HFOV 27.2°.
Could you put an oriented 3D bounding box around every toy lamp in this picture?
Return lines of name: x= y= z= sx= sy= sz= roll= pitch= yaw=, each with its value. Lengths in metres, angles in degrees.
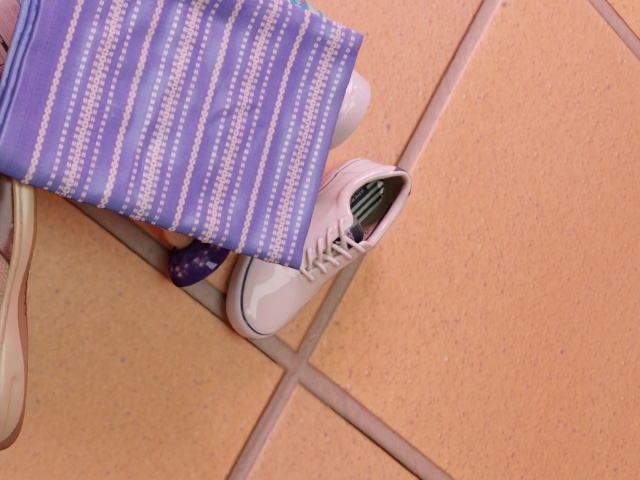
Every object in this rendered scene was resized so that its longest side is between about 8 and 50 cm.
toy lamp: x=-0.193 y=-0.077 z=1.258 sx=0.080 sy=0.080 sz=0.274 roll=-49 pitch=117 yaw=-29

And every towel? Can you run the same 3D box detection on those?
towel: x=-0.120 y=-0.131 z=1.169 sx=0.336 sy=0.040 sz=0.243 roll=19 pitch=83 yaw=-34

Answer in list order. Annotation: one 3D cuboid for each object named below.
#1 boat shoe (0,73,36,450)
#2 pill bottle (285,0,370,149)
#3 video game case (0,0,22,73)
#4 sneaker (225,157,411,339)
boat shoe: x=-0.324 y=0.014 z=1.128 sx=0.123 sy=0.123 sz=0.341 roll=0 pitch=93 yaw=-38
pill bottle: x=-0.073 y=-0.192 z=1.310 sx=0.264 sy=0.146 sz=0.146 roll=33 pitch=69 yaw=-32
video game case: x=-0.218 y=-0.162 z=1.179 sx=0.143 sy=0.019 sz=0.157 roll=-32 pitch=99 yaw=-8
sneaker: x=0.000 y=0.000 z=1.387 sx=0.094 sy=0.091 sz=0.258 roll=51 pitch=60 yaw=-23
